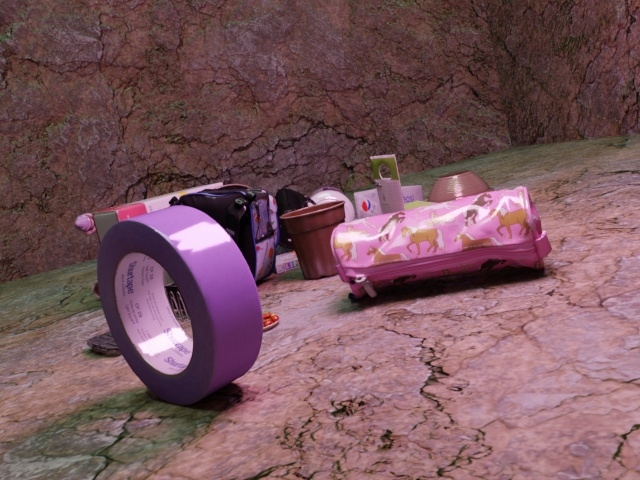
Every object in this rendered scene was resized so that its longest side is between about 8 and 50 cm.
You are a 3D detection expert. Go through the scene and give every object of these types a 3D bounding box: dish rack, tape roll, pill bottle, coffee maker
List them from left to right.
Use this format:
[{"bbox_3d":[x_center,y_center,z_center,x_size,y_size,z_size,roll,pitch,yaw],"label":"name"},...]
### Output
[{"bbox_3d":[-0.378,0.167,1.353,0.271,0.074,0.208,-21,10,-38],"label":"dish rack"},{"bbox_3d":[-0.209,0.092,0.882,0.274,0.275,0.090,-6,12,43],"label":"tape roll"},{"bbox_3d":[-0.077,-0.083,1.847,0.171,0.120,0.178,-39,28,13],"label":"coffee maker"},{"bbox_3d":[0.027,-0.085,2.005,0.169,0.169,0.301,-14,8,1],"label":"pill bottle"}]

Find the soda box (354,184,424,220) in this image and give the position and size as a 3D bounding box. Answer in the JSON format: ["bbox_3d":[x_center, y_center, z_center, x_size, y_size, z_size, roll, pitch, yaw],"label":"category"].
[{"bbox_3d":[0.236,-0.127,2.042,0.091,0.098,0.286,-8,2,41],"label":"soda box"}]

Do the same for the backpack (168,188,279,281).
[{"bbox_3d":[-0.232,-0.004,1.596,0.276,0.264,0.213,2,9,32],"label":"backpack"}]

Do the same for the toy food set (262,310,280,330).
[{"bbox_3d":[-0.119,0.158,1.170,0.083,0.020,0.082,-19,10,-27],"label":"toy food set"}]

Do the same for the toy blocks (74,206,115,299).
[{"bbox_3d":[-0.604,0.025,1.928,0.308,0.289,0.260,-11,2,4],"label":"toy blocks"}]

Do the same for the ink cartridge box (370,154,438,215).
[{"bbox_3d":[0.202,-0.070,1.335,0.097,0.255,0.189,-15,9,-9],"label":"ink cartridge box"}]

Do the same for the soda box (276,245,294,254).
[{"bbox_3d":[-0.118,0.011,1.974,0.058,0.063,0.183,-18,9,-19],"label":"soda box"}]

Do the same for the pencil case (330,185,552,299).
[{"bbox_3d":[0.219,0.008,1.145,0.385,0.167,0.160,-12,-23,15],"label":"pencil case"}]

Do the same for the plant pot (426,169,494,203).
[{"bbox_3d":[0.465,-0.174,2.077,0.237,0.110,0.237,-14,10,2],"label":"plant pot"}]

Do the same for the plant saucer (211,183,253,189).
[{"bbox_3d":[-0.296,-0.032,1.782,0.310,0.311,0.050,-20,42,-35],"label":"plant saucer"}]

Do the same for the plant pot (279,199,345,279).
[{"bbox_3d":[0.000,0.000,1.512,0.166,0.165,0.167,-14,9,2],"label":"plant pot"}]

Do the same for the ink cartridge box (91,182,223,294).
[{"bbox_3d":[-0.450,-0.001,1.855,0.160,0.279,0.384,-5,13,44],"label":"ink cartridge box"}]

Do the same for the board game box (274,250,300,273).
[{"bbox_3d":[-0.093,0.059,1.745,0.103,0.026,0.154,-17,9,-15],"label":"board game box"}]
